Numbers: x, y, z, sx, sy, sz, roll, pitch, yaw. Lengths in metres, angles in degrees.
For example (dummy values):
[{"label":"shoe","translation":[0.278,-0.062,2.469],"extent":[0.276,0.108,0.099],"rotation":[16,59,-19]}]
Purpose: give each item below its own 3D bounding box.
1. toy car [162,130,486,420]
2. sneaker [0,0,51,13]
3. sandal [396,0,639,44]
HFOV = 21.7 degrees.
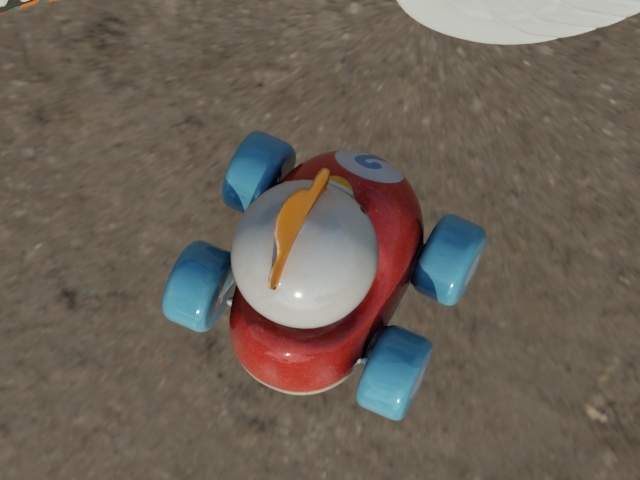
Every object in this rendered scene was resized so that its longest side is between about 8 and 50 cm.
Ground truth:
[{"label":"toy car","translation":[0.000,0.000,1.298],"extent":[0.219,0.238,0.210],"rotation":[24,74,11]},{"label":"sneaker","translation":[-0.228,-0.205,1.201],"extent":[0.302,0.121,0.108],"rotation":[-8,119,3]},{"label":"sandal","translation":[0.190,-0.247,1.042],"extent":[0.169,0.416,0.102],"rotation":[23,60,-19]}]
